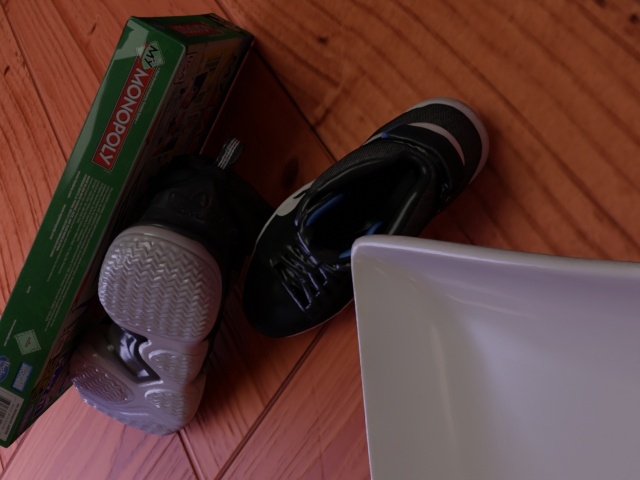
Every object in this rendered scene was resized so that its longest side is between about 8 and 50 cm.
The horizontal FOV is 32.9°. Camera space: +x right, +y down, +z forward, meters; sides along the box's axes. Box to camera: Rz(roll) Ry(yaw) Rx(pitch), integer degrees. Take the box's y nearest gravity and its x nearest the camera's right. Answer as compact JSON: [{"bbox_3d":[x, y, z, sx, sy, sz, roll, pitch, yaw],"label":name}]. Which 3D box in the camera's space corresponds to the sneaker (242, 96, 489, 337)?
[{"bbox_3d":[0.000,0.000,0.657,0.079,0.121,0.217,47,121,4],"label":"sneaker"}]

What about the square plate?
[{"bbox_3d":[0.138,0.170,0.415,0.347,0.049,0.344,5,103,58],"label":"square plate"}]

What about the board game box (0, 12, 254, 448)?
[{"bbox_3d":[-0.157,-0.020,0.829,0.317,0.046,0.213,-63,-3,15],"label":"board game box"}]

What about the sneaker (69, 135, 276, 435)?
[{"bbox_3d":[-0.104,0.037,0.809,0.153,0.101,0.269,-64,1,-36],"label":"sneaker"}]
